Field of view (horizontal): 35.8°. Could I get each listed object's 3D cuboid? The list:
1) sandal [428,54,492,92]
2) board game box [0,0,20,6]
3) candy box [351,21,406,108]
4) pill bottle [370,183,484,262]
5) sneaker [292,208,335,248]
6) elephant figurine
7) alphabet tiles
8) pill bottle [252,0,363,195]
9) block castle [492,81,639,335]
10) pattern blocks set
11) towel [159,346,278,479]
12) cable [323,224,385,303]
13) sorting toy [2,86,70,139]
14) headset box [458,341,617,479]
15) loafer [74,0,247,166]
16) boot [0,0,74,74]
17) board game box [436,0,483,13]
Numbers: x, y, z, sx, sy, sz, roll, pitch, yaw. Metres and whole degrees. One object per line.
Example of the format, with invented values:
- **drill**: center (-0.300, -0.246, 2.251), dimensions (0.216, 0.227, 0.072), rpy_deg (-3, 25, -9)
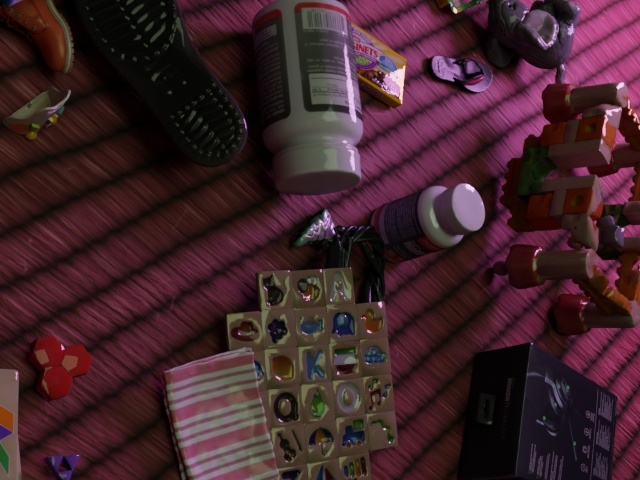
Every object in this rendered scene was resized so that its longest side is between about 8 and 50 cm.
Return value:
- **sandal**: center (0.286, -0.332, 1.955), dimensions (0.179, 0.040, 0.067), rpy_deg (1, 75, -42)
- **board game box**: center (-0.394, -0.490, 1.298), dimensions (0.308, 0.086, 0.302), rpy_deg (45, 48, 2)
- **candy box**: center (0.071, -0.327, 1.768), dimensions (0.206, 0.027, 0.105), rpy_deg (26, 56, -34)
- **pill bottle**: center (0.180, -0.032, 1.662), dimensions (0.108, 0.180, 0.108), rpy_deg (15, 66, -38)
- **sneaker**: center (0.000, 0.000, 1.586), dimensions (0.069, 0.038, 0.098), rpy_deg (55, 48, -12)
- **elephant figurine**: center (0.406, -0.436, 2.037), dimensions (0.239, 0.169, 0.186), rpy_deg (-9, 46, -38)
- **alphabet tiles**: center (-0.008, 0.213, 1.481), dimensions (0.285, 0.011, 0.342), rpy_deg (-3, 86, -34)
- **pill bottle**: center (-0.018, -0.223, 1.560), dimensions (0.161, 0.161, 0.283), rpy_deg (6, 73, -41)
- **block castle**: center (0.510, -0.066, 1.961), dimensions (0.303, 0.213, 0.453), rpy_deg (38, 59, -41)
- **pattern blocks set**: center (-0.426, 0.215, 1.136), dimensions (0.325, 0.026, 0.285), rpy_deg (20, 63, -37)
- **towel**: center (-0.136, 0.257, 1.362), dimensions (0.144, 0.029, 0.197), rpy_deg (-13, 91, -35)
- **cable**: center (0.055, 0.066, 1.605), dimensions (0.150, 0.047, 0.184), rpy_deg (2, 89, -55)
- **sorting toy**: center (-0.358, -0.171, 1.292), dimensions (0.045, 0.075, 0.083), rpy_deg (54, 49, -15)
- **headset box**: center (0.386, 0.345, 1.756), dimensions (0.283, 0.131, 0.246), rpy_deg (31, 58, -31)
- **loafer**: center (-0.238, -0.253, 1.419), dimensions (0.134, 0.130, 0.366), rpy_deg (-29, 87, -11)
- **boot**: center (-0.388, -0.289, 1.322), dimensions (0.085, 0.059, 0.158), rpy_deg (-20, 81, -41)
- **board game box**: center (0.239, -0.584, 2.000), dimensions (0.124, 0.039, 0.259), rpy_deg (-31, 95, -43)
